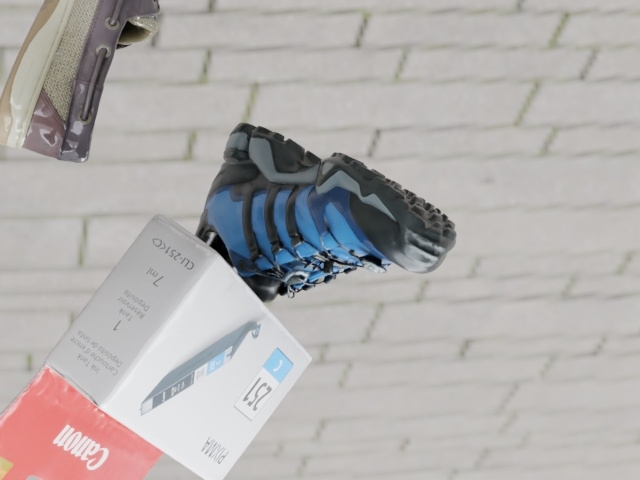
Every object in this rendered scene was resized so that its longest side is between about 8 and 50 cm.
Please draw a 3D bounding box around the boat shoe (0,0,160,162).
[{"bbox_3d":[-0.177,-0.190,1.543,0.092,0.285,0.103,25,158,-8],"label":"boat shoe"}]

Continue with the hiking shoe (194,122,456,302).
[{"bbox_3d":[0.000,0.000,1.510,0.113,0.132,0.304,29,176,-30],"label":"hiking shoe"}]

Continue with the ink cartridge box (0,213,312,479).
[{"bbox_3d":[-0.139,0.139,1.441,0.261,0.066,0.296,-52,158,-6],"label":"ink cartridge box"}]
